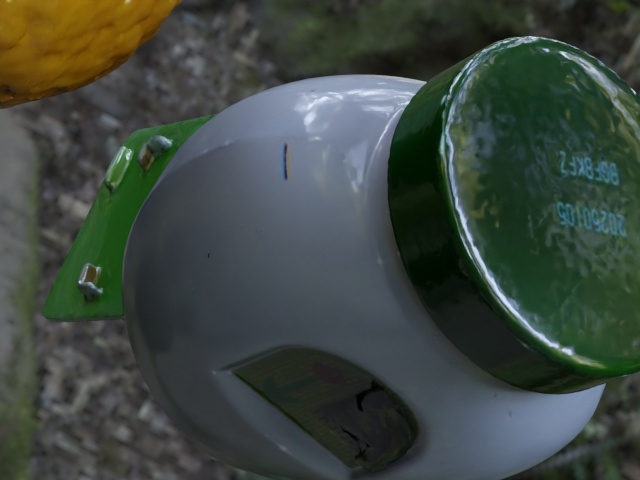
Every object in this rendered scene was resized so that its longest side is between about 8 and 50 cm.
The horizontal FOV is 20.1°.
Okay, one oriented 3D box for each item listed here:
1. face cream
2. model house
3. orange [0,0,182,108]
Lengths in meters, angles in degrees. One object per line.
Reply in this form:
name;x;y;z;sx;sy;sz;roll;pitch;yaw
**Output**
face cream;0.046;0.029;1.164;0.312;0.357;0.219;41;51;-17
model house;0.000;0.000;1.619;0.324;0.340;0.300;38;-26;-32
orange;-0.229;-0.233;1.042;0.341;0.293;0.340;4;22;-1
